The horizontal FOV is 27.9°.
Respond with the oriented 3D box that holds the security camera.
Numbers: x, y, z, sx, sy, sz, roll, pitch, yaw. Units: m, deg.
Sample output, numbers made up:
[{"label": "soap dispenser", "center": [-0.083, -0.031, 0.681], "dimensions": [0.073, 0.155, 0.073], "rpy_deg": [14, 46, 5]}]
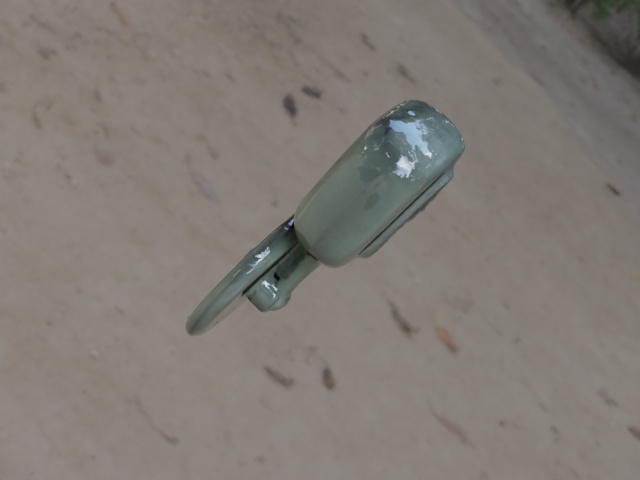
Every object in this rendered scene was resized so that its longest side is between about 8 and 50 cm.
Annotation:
[{"label": "security camera", "center": [0.000, 0.000, 1.103], "dimensions": [0.080, 0.301, 0.157], "rpy_deg": [48, 29, 1]}]
